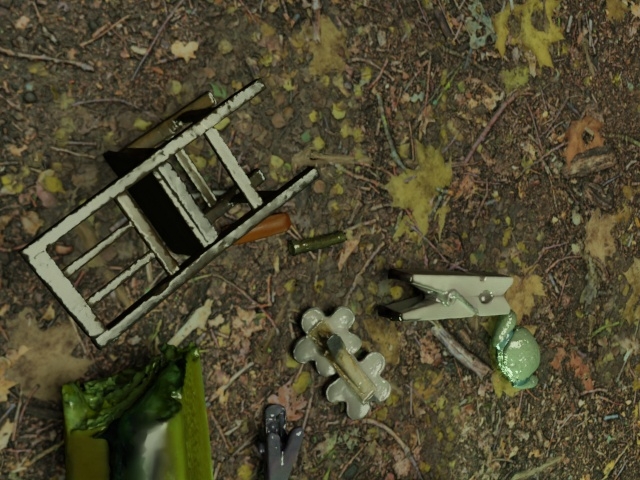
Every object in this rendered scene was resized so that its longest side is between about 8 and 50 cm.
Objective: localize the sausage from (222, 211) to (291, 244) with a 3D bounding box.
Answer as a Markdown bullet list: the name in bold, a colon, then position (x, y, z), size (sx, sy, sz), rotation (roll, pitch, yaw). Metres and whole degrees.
- **sausage**: position (-0.110, -0.022, 1.381), size (0.131, 0.041, 0.039), rotation (-15, 96, -31)

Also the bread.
- **bread**: position (-0.273, 0.368, 1.201), size (0.208, 0.251, 0.376), rotation (-5, 100, 12)

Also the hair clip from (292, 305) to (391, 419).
- **hair clip**: position (0.046, 0.230, 1.488), size (0.146, 0.075, 0.257), rotation (-45, 121, -19)

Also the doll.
- **doll**: position (0.437, 0.251, 1.731), size (0.103, 0.071, 0.214), rotation (-38, 118, -25)

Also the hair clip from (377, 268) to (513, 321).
- **hair clip**: position (0.266, 0.108, 1.607), size (0.331, 0.085, 0.101), rotation (1, 95, -39)

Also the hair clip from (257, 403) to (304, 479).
- **hair clip**: position (-0.089, 0.442, 1.403), size (0.137, 0.090, 0.278), rotation (3, 92, -24)

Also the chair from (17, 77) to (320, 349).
- **chair**: position (-0.245, -0.050, 1.189), size (0.416, 0.240, 0.203), rotation (-39, 113, -20)

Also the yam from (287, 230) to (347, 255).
- **yam**: position (0.000, 0.000, 1.462), size (0.129, 0.027, 0.033), rotation (-15, 103, -32)
